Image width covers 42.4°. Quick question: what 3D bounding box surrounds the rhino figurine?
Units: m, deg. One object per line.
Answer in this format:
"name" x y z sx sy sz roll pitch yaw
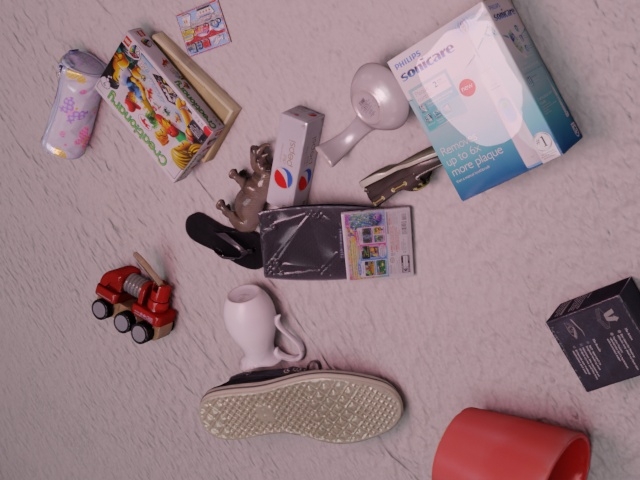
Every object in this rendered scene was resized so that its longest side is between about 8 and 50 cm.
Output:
"rhino figurine" -0.155 -0.121 1.871 0.106 0.073 0.243 39 125 18

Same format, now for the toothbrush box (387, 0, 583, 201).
"toothbrush box" 0.294 -0.254 1.483 0.216 0.126 0.296 -25 94 38

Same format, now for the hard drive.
"hard drive" 0.000 0.000 1.778 0.254 0.054 0.172 -2 111 7

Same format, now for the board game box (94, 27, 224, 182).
"board game box" -0.374 -0.308 1.898 0.305 0.053 0.193 50 129 5

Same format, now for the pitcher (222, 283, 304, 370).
"pitcher" -0.137 0.211 1.987 0.177 0.125 0.207 -5 120 14

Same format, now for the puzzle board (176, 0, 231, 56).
"puzzle board" -0.261 -0.468 1.828 0.128 0.011 0.096 -9 105 35

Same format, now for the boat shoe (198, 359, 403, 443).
"boat shoe" -0.044 0.380 1.971 0.500 0.156 0.187 -7 104 20

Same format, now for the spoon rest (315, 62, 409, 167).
"spoon rest" 0.085 -0.245 1.626 0.137 0.084 0.276 51 144 3

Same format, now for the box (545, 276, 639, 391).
"box" 0.534 0.175 1.531 0.158 0.093 0.156 -29 92 39

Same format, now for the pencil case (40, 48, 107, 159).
"pencil case" -0.613 -0.332 2.049 0.113 0.124 0.273 38 127 14

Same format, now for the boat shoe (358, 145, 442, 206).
"boat shoe" 0.178 -0.130 1.646 0.227 0.081 0.069 -21 101 45

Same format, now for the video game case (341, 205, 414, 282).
"video game case" 0.120 0.008 1.733 0.143 0.019 0.157 -6 112 1

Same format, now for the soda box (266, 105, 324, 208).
"soda box" -0.056 -0.174 1.780 0.069 0.074 0.216 24 122 22

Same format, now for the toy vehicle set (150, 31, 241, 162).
"toy vehicle set" -0.316 -0.329 1.910 0.267 0.035 0.166 45 127 9

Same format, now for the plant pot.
"plant pot" 0.377 0.474 1.676 0.243 0.275 0.275 18 119 36

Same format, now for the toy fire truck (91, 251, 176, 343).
"toy fire truck" -0.482 0.121 2.158 0.217 0.158 0.246 27 111 22

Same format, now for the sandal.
"sandal" -0.228 0.010 1.986 0.254 0.054 0.097 19 119 26
